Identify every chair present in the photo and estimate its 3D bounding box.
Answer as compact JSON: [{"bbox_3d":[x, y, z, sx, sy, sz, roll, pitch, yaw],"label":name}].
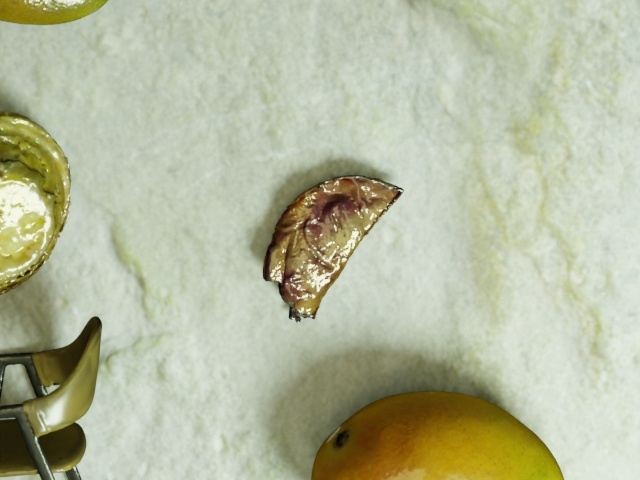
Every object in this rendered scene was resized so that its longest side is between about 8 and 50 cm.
[{"bbox_3d":[-0.282,0.203,1.721,0.172,0.159,0.247,-6,105,-4],"label":"chair"}]

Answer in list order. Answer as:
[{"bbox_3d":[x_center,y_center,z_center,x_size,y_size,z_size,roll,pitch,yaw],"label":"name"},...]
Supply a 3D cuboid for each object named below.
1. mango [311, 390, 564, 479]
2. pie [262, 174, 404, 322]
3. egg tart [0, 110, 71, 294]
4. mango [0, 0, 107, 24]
[{"bbox_3d":[0.117,0.232,1.758,0.254,0.139,0.175,-3,116,-10],"label":"mango"},{"bbox_3d":[0.000,0.000,1.748,0.092,0.034,0.170,29,101,-13],"label":"pie"},{"bbox_3d":[-0.310,-0.025,1.678,0.191,0.074,0.191,-15,118,-29],"label":"egg tart"},{"bbox_3d":[-0.296,-0.272,1.642,0.227,0.099,0.136,26,94,-17],"label":"mango"}]
